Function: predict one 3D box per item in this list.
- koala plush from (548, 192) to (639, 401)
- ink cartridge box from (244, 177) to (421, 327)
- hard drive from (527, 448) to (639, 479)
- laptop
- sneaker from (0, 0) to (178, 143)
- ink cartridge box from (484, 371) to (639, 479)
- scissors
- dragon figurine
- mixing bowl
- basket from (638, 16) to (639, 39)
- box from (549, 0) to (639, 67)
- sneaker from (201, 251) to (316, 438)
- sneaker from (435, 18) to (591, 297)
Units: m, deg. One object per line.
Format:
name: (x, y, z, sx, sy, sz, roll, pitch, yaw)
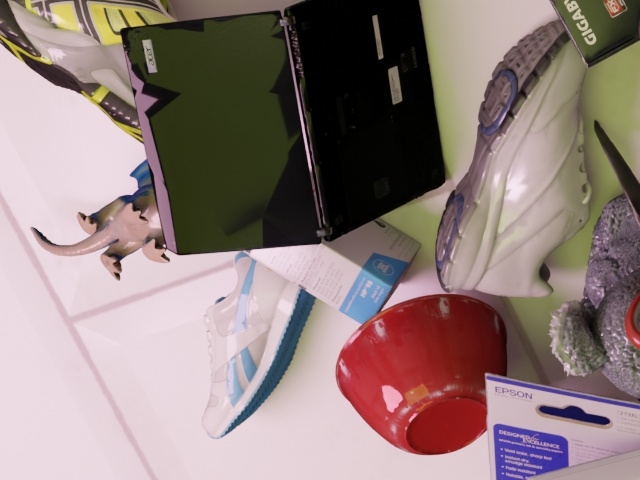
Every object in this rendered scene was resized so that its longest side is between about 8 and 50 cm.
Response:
koala plush: (0.307, 0.068, 1.732, 0.196, 0.221, 0.203, 8, 116, 18)
ink cartridge box: (0.000, 0.000, 1.891, 0.180, 0.104, 0.060, 31, 122, 5)
hard drive: (0.388, 0.263, 1.779, 0.353, 0.047, 0.233, -16, 133, 4)
laptop: (-0.028, -0.127, 1.797, 0.136, 0.264, 0.234, 15, 123, 46)
sneaker: (-0.234, -0.227, 1.881, 0.384, 0.145, 0.147, 35, 84, 13)
ink cartridge box: (0.261, 0.253, 1.865, 0.175, 0.069, 0.371, 10, 139, 18)
scissors: (0.315, -0.004, 1.696, 0.109, 0.297, 0.021, -2, 137, 0)
dragon figurine: (-0.173, -0.036, 1.954, 0.289, 0.144, 0.085, -18, 109, 48)
mixing bowl: (0.113, 0.149, 1.868, 0.181, 0.098, 0.181, -9, 135, -9)
basket: (0.369, -0.115, 1.535, 0.204, 0.227, 0.154, -2, 131, 8)
box: (0.258, -0.291, 1.647, 0.175, 0.051, 0.220, -28, 97, 12)
sneaker: (-0.081, 0.109, 1.994, 0.092, 0.087, 0.229, 30, 114, 14)
sneaker: (0.206, -0.074, 1.792, 0.129, 0.111, 0.297, 13, 120, -9)
